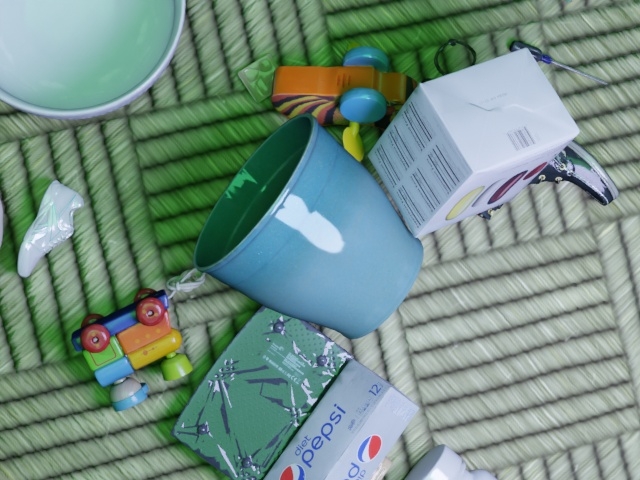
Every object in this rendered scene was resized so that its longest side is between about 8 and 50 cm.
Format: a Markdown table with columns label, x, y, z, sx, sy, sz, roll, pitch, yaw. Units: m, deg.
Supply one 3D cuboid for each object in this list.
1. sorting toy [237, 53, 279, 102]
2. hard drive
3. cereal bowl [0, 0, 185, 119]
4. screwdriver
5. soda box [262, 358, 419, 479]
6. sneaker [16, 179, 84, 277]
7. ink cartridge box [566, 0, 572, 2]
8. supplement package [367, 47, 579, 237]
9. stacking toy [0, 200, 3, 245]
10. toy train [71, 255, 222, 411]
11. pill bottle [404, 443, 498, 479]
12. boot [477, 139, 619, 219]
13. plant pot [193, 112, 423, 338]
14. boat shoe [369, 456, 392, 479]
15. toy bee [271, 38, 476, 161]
| label | x | y | z | sx | sy | sz | roll | pitch | yaw |
| --- | --- | --- | --- | --- | --- | --- | --- | --- | --- |
| sorting toy | -0.081 | -0.237 | 1.845 | 0.062 | 0.012 | 0.083 | -33 | 88 | -11 |
| hard drive | -0.088 | 0.230 | 1.805 | 0.172 | 0.054 | 0.255 | 37 | 84 | -3 |
| cereal bowl | -0.367 | -0.336 | 1.753 | 0.338 | 0.141 | 0.339 | 0 | 88 | -7 |
| screwdriver | 0.375 | -0.277 | 1.898 | 0.169 | 0.025 | 0.024 | 20 | 85 | -14 |
| soda box | 0.014 | 0.323 | 1.769 | 0.286 | 0.098 | 0.091 | -54 | 135 | -4 |
| sneaker | -0.401 | -0.011 | 1.781 | 0.061 | 0.053 | 0.152 | 26 | 85 | -7 |
| ink cartridge box | 0.399 | -0.552 | 1.855 | 0.211 | 0.121 | 0.289 | -36 | 91 | -7 |
| supplement package | 0.209 | -0.134 | 1.684 | 0.194 | 0.203 | 0.149 | -21 | 74 | -27 |
| stacking toy | -0.719 | -0.007 | 1.668 | 0.479 | 0.350 | 0.351 | -29 | 91 | 13 |
| toy train | -0.227 | 0.141 | 1.775 | 0.248 | 0.105 | 0.143 | -26 | 101 | -7 |
| pill bottle | 0.234 | 0.417 | 1.794 | 0.229 | 0.131 | 0.131 | 43 | 84 | -3 |
| boot | 0.319 | -0.090 | 1.849 | 0.236 | 0.085 | 0.179 | 41 | 86 | 3 |
| plant pot | 0.000 | 0.000 | 1.731 | 0.255 | 0.271 | 0.272 | 36 | 84 | -18 |
| boat shoe | 0.057 | 0.396 | 1.810 | 0.059 | 0.063 | 0.170 | 24 | 85 | 1 |
| toy bee | 0.083 | -0.199 | 1.803 | 0.298 | 0.162 | 0.195 | 16 | 68 | 25 |
